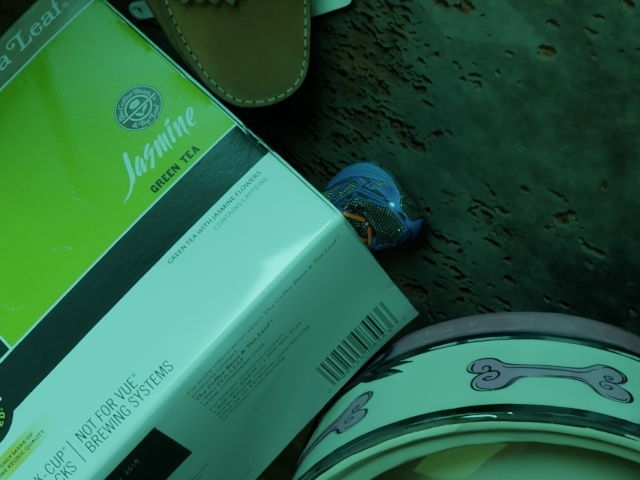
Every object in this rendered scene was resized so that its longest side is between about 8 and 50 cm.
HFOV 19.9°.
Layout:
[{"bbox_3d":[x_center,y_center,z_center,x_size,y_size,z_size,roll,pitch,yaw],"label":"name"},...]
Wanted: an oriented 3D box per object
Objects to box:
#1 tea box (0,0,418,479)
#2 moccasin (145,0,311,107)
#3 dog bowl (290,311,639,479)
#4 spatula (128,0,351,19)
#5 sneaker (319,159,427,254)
[{"bbox_3d":[-0.168,0.040,1.373,0.323,0.329,0.220,44,177,27],"label":"tea box"},{"bbox_3d":[-0.063,-0.252,1.216,0.147,0.139,0.380,-122,24,-52],"label":"moccasin"},{"bbox_3d":[0.158,0.224,1.457,0.407,0.150,0.408,3,133,4],"label":"dog bowl"},{"bbox_3d":[-0.095,-0.234,1.391,0.242,0.019,0.168,-4,128,42],"label":"spatula"},{"bbox_3d":[0.000,0.000,1.504,0.221,0.087,0.083,-18,118,48],"label":"sneaker"}]
